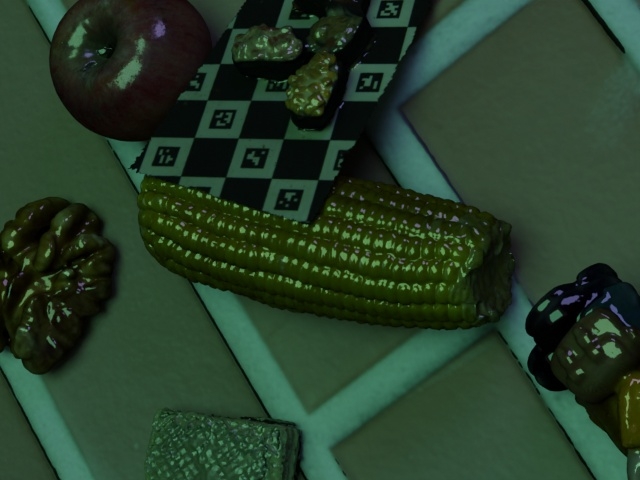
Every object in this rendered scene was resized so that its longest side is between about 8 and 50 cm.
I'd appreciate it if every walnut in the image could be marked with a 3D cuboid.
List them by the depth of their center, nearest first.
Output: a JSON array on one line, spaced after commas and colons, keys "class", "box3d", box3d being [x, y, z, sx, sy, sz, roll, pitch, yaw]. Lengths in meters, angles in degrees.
[{"class": "walnut", "box3d": [-0.273, 0.039, 1.566, 0.143, 0.069, 0.170, 18, 87, 29]}]

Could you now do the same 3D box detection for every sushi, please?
[{"class": "sushi", "box3d": [-0.029, -0.156, 1.420, 0.192, 0.043, 0.279, 17, 61, 28]}]

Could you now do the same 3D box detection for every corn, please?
[{"class": "corn", "box3d": [0.000, 0.000, 1.403, 0.344, 0.131, 0.131, 12, 87, 28]}]

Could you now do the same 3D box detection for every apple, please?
[{"class": "apple", "box3d": [-0.172, -0.167, 1.519, 0.153, 0.120, 0.153, -7, 75, 28]}]

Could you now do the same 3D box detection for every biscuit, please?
[{"class": "biscuit", "box3d": [-0.103, 0.276, 1.453, 0.147, 0.046, 0.250, 7, 85, 27]}]

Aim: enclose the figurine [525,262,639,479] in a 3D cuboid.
[{"class": "figurine", "box3d": [0.301, 0.153, 1.211, 0.204, 0.185, 0.332, -21, 54, -2]}]
